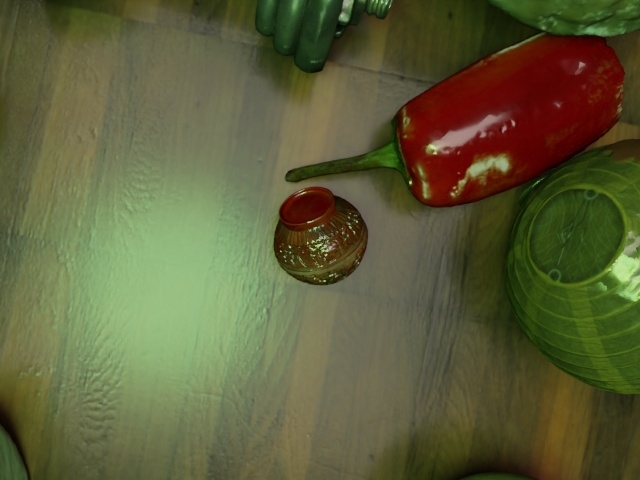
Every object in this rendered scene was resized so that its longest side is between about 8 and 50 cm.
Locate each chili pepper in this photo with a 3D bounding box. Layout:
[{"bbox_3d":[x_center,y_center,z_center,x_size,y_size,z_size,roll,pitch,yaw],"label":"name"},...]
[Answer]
[{"bbox_3d":[0.138,-0.101,0.756,0.338,0.134,0.131,-23,73,-7],"label":"chili pepper"}]

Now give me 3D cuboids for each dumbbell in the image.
[{"bbox_3d":[-0.126,-0.286,0.719,0.406,0.179,0.179,15,88,-5],"label":"dumbbell"}]

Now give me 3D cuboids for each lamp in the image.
[{"bbox_3d":[0.323,0.036,0.739,0.284,0.250,0.250,25,87,-39],"label":"lamp"}]

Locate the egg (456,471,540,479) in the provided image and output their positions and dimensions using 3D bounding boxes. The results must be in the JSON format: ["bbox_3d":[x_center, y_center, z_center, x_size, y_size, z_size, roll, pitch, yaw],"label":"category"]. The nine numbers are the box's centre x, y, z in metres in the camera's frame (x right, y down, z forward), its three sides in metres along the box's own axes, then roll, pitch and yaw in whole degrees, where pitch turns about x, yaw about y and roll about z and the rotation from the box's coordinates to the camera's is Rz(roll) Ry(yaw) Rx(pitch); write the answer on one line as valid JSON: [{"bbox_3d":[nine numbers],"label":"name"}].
[{"bbox_3d":[0.163,0.372,0.720,0.218,0.218,0.295,22,96,-5],"label":"egg"}]

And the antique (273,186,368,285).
[{"bbox_3d":[0.000,0.000,0.768,0.104,0.104,0.104,0,89,-5],"label":"antique"}]

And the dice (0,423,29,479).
[{"bbox_3d":[-0.422,0.296,0.656,0.259,0.243,0.251,-10,91,-2],"label":"dice"}]

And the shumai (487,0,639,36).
[{"bbox_3d":[0.240,-0.420,0.690,0.324,0.323,0.397,2,123,-16],"label":"shumai"}]
